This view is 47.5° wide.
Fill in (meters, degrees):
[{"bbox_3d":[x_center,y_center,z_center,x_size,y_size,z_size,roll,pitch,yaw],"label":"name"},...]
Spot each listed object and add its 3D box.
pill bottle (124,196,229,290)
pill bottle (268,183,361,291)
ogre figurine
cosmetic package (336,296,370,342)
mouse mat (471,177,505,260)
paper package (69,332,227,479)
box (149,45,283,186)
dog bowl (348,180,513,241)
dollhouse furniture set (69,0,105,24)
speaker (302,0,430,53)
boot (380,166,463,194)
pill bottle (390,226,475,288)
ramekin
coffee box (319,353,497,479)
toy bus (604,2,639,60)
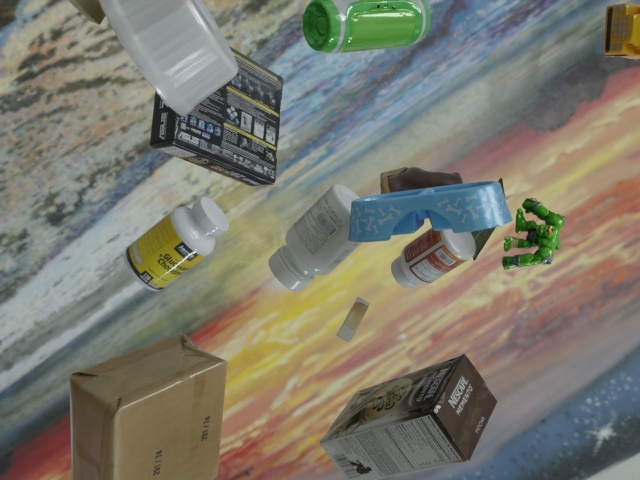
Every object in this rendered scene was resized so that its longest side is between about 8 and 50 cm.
[{"bbox_3d":[-0.259,0.004,1.325,0.184,0.103,0.103,-36,-172,16],"label":"pill bottle"},{"bbox_3d":[0.000,0.000,1.555,0.229,0.131,0.131,-44,-174,19],"label":"pill bottle"},{"bbox_3d":[0.526,-0.012,1.778,0.118,0.097,0.197,11,-136,31],"label":"ogre figurine"},{"bbox_3d":[0.089,0.213,1.961,0.115,0.041,0.060,-57,176,-45],"label":"cosmetic package"},{"bbox_3d":[0.440,-0.056,1.916,0.153,0.007,0.190,-80,-169,-52],"label":"mouse mat"},{"bbox_3d":[-0.367,0.408,1.566,0.168,0.325,0.309,22,-154,36],"label":"paper package"},{"bbox_3d":[-0.255,-0.340,1.888,0.097,0.318,0.395,-2,169,35],"label":"box"},{"bbox_3d":[0.190,-0.054,1.309,0.297,0.074,0.166,-7,-173,18],"label":"dog bowl"},{"bbox_3d":[-0.449,-0.510,1.372,0.151,0.123,0.144,-63,160,-6],"label":"dollhouse furniture set"},{"bbox_3d":[0.109,-0.500,1.666,0.296,0.131,0.131,-15,177,-33],"label":"speaker"},{"bbox_3d":[0.248,-0.121,1.761,0.206,0.090,0.248,0,-155,4],"label":"boot"},{"bbox_3d":[0.288,0.040,1.894,0.216,0.121,0.121,-38,-175,41],"label":"pill bottle"},{"bbox_3d":[-0.264,-0.375,1.302,0.135,0.277,0.277,-30,-170,6],"label":"ramekin"},{"bbox_3d":[0.164,0.344,1.379,0.297,0.119,0.168,-30,-171,41],"label":"coffee box"},{"bbox_3d":[0.747,-0.456,1.611,0.130,0.108,0.332,11,-166,42],"label":"toy bus"}]
